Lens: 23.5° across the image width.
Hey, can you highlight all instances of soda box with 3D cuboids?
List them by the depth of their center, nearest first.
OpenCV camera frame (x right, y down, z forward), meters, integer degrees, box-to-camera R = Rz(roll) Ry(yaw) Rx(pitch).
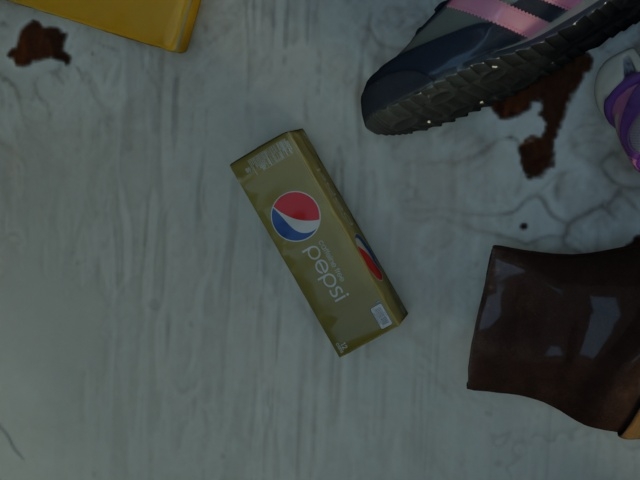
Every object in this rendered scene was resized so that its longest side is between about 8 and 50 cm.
[{"bbox_3d":[0.000,0.000,1.254,0.058,0.061,0.181,-29,91,13],"label":"soda box"}]

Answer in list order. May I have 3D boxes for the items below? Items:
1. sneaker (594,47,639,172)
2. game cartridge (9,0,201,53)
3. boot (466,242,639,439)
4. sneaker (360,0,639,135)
[{"bbox_3d":[0.323,-0.103,1.141,0.236,0.104,0.095,-15,134,20],"label":"sneaker"},{"bbox_3d":[-0.200,-0.348,1.265,0.285,0.053,0.323,18,97,8],"label":"game cartridge"},{"bbox_3d":[0.234,0.031,1.198,0.207,0.090,0.248,15,102,7],"label":"boot"},{"bbox_3d":[0.156,-0.200,1.194,0.319,0.112,0.131,-30,73,10],"label":"sneaker"}]
